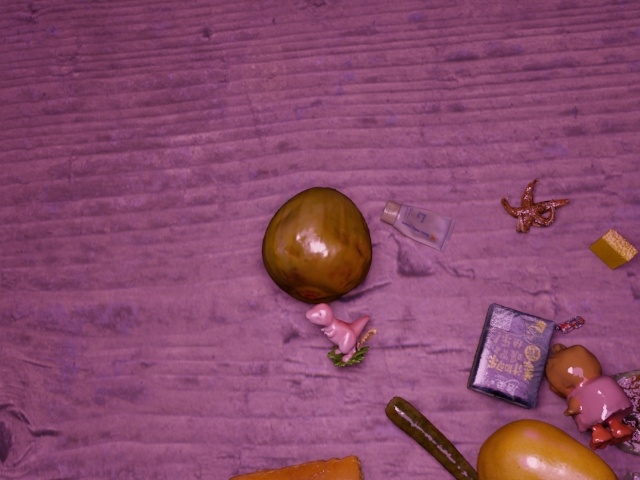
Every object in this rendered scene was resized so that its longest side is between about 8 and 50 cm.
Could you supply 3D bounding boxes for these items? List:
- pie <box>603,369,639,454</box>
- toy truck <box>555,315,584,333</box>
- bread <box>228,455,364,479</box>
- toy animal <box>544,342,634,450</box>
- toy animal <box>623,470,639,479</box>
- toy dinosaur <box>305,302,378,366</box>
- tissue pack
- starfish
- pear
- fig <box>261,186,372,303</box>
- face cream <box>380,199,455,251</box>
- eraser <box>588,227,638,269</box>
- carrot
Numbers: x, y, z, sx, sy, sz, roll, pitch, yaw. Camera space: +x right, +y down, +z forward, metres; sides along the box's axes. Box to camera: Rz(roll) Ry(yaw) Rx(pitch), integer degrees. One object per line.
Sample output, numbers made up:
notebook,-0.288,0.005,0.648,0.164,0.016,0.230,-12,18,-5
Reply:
pie,0.877,0.470,1.560,0.240,0.054,0.241,-2,71,7
toy truck,0.725,0.245,1.658,0.083,0.024,0.032,-24,50,-3
bread,-0.060,0.721,1.532,0.375,0.165,0.237,-13,70,4
toy animal,0.703,0.396,1.520,0.195,0.169,0.281,0,38,-26
toy animal,0.898,0.666,1.487,0.236,0.138,0.108,9,33,-14
toy dinosaur,0.057,0.254,1.648,0.194,0.152,0.177,-7,102,-5
tissue pack,0.542,0.326,1.624,0.185,0.081,0.257,17,76,13
starfish,0.656,-0.109,1.745,0.189,0.074,0.146,-17,74,1
pear,0.556,0.595,1.420,0.284,0.336,0.285,3,81,-17
fig,-0.010,0.005,1.671,0.343,0.343,0.343,-2,73,6
face cream,0.303,-0.056,1.782,0.224,0.070,0.114,22,77,3
eraser,0.848,0.027,1.658,0.045,0.122,0.097,-42,73,-5
carrot,0.327,0.573,1.583,0.358,0.074,0.074,41,82,14
